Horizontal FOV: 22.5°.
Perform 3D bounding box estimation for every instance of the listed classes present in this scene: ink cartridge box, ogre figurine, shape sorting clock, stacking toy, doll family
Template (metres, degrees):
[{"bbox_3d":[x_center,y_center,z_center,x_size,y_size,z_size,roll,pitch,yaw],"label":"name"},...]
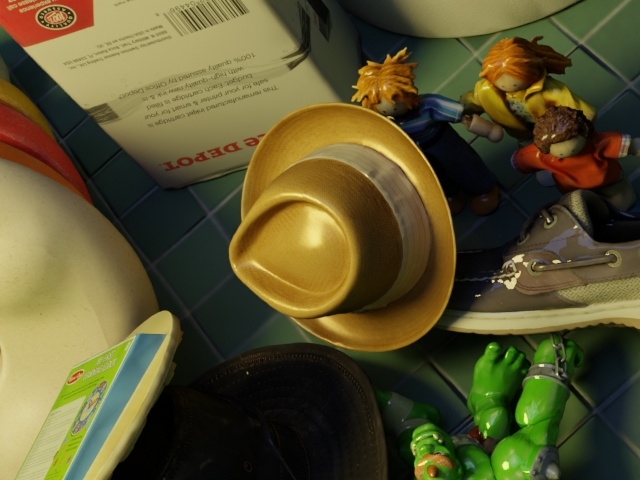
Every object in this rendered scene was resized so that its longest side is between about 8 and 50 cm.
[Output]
[{"bbox_3d":[-0.108,-0.175,1.270,0.197,0.273,0.114,-15,53,21],"label":"ink cartridge box"},{"bbox_3d":[0.093,0.144,1.090,0.197,0.097,0.118,-13,38,4],"label":"ogre figurine"},{"bbox_3d":[-0.154,0.135,1.067,0.206,0.040,0.206,-51,17,23],"label":"shape sorting clock"},{"bbox_3d":[-0.318,-0.027,1.336,0.350,0.350,0.480,-30,34,11],"label":"stacking toy"},{"bbox_3d":[0.103,-0.076,1.162,0.263,0.163,0.118,-12,58,23],"label":"doll family"}]

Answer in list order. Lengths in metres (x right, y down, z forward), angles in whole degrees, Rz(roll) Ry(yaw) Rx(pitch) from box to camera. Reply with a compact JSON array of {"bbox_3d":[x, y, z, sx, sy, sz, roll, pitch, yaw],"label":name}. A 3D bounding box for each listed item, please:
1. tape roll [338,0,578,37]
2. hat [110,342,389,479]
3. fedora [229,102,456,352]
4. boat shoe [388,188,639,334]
[{"bbox_3d":[0.140,-0.351,1.363,0.392,0.072,0.392,-14,56,22],"label":"tape roll"},{"bbox_3d":[-0.098,0.198,1.092,0.331,0.134,0.331,-27,46,32],"label":"hat"},{"bbox_3d":[0.000,0.000,1.093,0.194,0.079,0.194,17,116,38],"label":"fedora"},{"bbox_3d":[0.181,0.009,1.093,0.285,0.103,0.092,-1,107,24],"label":"boat shoe"}]
